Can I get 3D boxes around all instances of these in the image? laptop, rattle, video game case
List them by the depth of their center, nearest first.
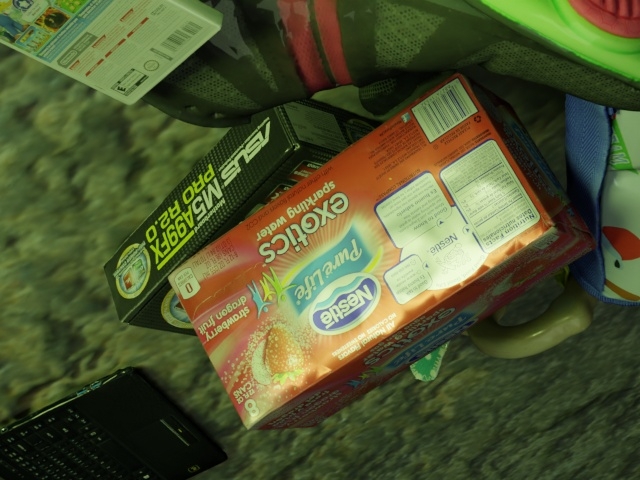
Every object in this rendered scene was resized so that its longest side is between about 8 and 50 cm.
[{"bbox_3d":[-0.121,-0.113,0.743,0.122,0.011,0.087,25,143,-29],"label":"video game case"},{"bbox_3d":[0.134,0.036,1.335,0.200,0.130,0.143,-11,145,33],"label":"rattle"},{"bbox_3d":[-0.222,0.263,1.376,0.264,0.136,0.234,-26,148,5],"label":"laptop"}]

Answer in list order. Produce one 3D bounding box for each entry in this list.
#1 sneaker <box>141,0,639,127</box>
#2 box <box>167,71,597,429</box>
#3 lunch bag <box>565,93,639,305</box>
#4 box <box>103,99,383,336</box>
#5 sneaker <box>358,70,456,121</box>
[{"bbox_3d":[-0.005,-0.161,0.831,0.483,0.185,0.202,12,151,-9],"label":"sneaker"},{"bbox_3d":[0.042,0.015,1.054,0.257,0.128,0.123,-35,161,17],"label":"box"},{"bbox_3d":[0.340,-0.131,1.069,0.385,0.239,0.328,-28,150,-6],"label":"lunch bag"},{"bbox_3d":[0.000,0.000,1.203,0.270,0.060,0.216,15,131,-44],"label":"box"},{"bbox_3d":[0.043,-0.163,0.980,0.130,0.087,0.227,9,151,-15],"label":"sneaker"}]
